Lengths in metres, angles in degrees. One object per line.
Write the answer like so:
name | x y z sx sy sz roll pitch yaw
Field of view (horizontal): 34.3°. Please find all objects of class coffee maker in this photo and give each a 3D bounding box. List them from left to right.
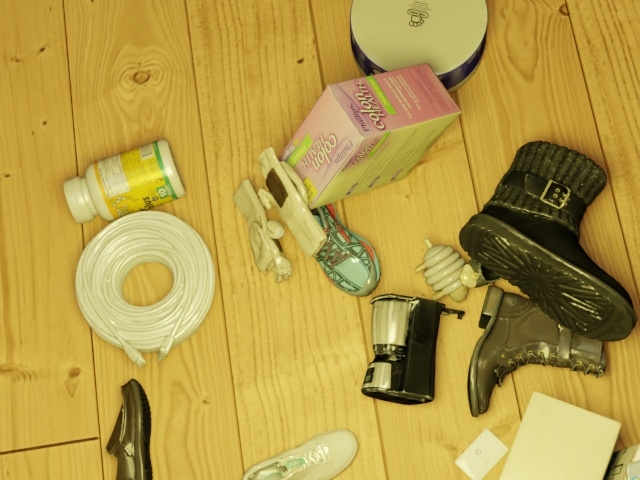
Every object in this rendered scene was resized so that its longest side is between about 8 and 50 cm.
coffee maker | 0.163 0.194 1.811 0.171 0.120 0.178 5 74 5

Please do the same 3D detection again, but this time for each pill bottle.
pill bottle | -0.367 -0.104 1.940 0.209 0.117 0.117 -19 73 -2

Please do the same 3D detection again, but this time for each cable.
cable | -0.316 0.078 1.898 0.257 0.089 0.257 37 79 14

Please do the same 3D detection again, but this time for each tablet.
tablet | 0.281 0.375 1.807 0.054 0.006 0.083 43 80 15

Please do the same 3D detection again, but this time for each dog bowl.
dog bowl | 0.188 -0.408 1.996 0.265 0.104 0.264 -1 73 4

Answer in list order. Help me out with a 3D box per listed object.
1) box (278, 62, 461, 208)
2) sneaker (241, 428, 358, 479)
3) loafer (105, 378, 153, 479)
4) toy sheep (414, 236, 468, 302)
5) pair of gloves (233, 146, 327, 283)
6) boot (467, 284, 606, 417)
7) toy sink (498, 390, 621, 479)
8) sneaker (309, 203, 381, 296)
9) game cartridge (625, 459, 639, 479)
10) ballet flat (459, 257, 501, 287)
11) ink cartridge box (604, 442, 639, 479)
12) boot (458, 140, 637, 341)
box | 0.085 -0.186 1.832 0.243 0.213 0.117 -20 70 -37
sneaker | -0.034 0.385 1.782 0.212 0.094 0.080 -23 72 -3
loafer | -0.341 0.353 1.821 0.078 0.080 0.219 -5 73 2
toy sheep | 0.221 0.053 1.867 0.091 0.091 0.132 -33 92 -6
pair of gloves | -0.085 -0.038 1.846 0.042 0.240 0.204 -18 77 -30
boot | 0.382 0.201 1.808 0.229 0.091 0.262 13 73 8
toy sink | 0.386 0.395 1.722 0.153 0.131 0.234 18 72 20
sneaker | 0.000 0.000 1.869 0.104 0.125 0.262 -45 70 18
game cartridge | 0.498 0.374 1.575 0.056 0.017 0.083 -18 71 4
ballet flat | 0.322 0.043 1.849 0.173 0.049 0.057 -18 99 -25
ink cartridge box | 0.509 0.415 1.675 0.086 0.203 0.148 24 76 10
boot | 0.442 -0.011 1.812 0.348 0.131 0.260 37 59 12
